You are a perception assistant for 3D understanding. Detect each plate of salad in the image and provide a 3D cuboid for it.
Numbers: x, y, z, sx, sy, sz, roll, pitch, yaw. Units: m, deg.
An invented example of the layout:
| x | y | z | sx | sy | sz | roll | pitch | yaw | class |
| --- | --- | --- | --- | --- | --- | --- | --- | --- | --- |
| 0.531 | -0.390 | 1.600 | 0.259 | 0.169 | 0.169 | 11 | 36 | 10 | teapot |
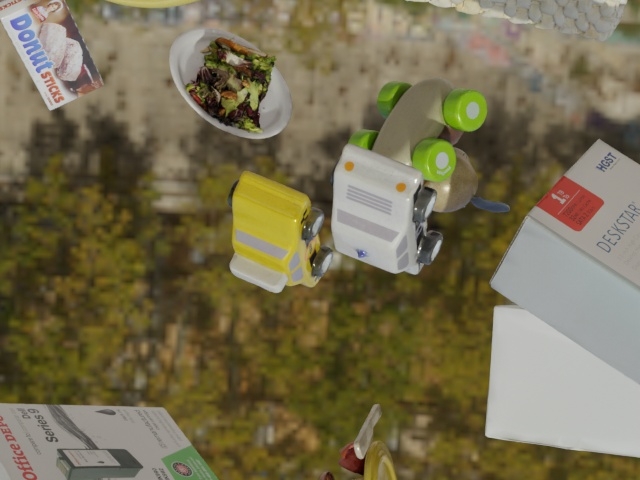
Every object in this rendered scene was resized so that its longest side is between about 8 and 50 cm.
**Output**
| x | y | z | sx | sy | sz | roll | pitch | yaw | class |
| --- | --- | --- | --- | --- | --- | --- | --- | --- | --- |
| -0.122 | -0.231 | 2.267 | 0.200 | 0.199 | 0.048 | -4 | 150 | -41 | plate of salad |

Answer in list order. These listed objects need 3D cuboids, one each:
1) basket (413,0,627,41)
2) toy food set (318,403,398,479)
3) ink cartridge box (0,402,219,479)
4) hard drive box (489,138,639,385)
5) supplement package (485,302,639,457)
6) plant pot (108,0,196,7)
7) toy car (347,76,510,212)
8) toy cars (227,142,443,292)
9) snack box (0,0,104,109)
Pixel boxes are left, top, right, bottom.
| x | y | z | sx | sy | sz | roll | pitch | yaw | class |
| --- | --- | --- | --- | --- | --- | --- | --- | --- | --- |
| 0.217 | -0.414 | 1.749 | 0.328 | 0.266 | 0.331 | 13 | 170 | 7 | basket |
| 0.040 | 0.283 | 1.689 | 0.071 | 0.217 | 0.128 | -8 | -159 | 15 | toy food set |
| -0.299 | 0.308 | 2.013 | 0.289 | 0.121 | 0.211 | 6 | -157 | -34 | ink cartridge box |
| 0.297 | 0.035 | 1.435 | 0.232 | 0.089 | 0.181 | 33 | -141 | 12 | hard drive box |
| 0.309 | 0.145 | 1.782 | 0.194 | 0.149 | 0.203 | 5 | -176 | 24 | supplement package |
| -0.074 | -0.311 | 1.053 | 0.254 | 0.254 | 0.239 | 8 | -148 | 30 | plant pot |
| 0.157 | -0.096 | 1.989 | 0.155 | 0.149 | 0.188 | 13 | 156 | 51 | toy car |
| 0.000 | 0.000 | 1.629 | 0.176 | 0.087 | 0.394 | 37 | 158 | -22 | toy cars |
| -0.268 | -0.193 | 1.592 | 0.064 | 0.022 | 0.178 | -25 | 155 | -5 | snack box |
